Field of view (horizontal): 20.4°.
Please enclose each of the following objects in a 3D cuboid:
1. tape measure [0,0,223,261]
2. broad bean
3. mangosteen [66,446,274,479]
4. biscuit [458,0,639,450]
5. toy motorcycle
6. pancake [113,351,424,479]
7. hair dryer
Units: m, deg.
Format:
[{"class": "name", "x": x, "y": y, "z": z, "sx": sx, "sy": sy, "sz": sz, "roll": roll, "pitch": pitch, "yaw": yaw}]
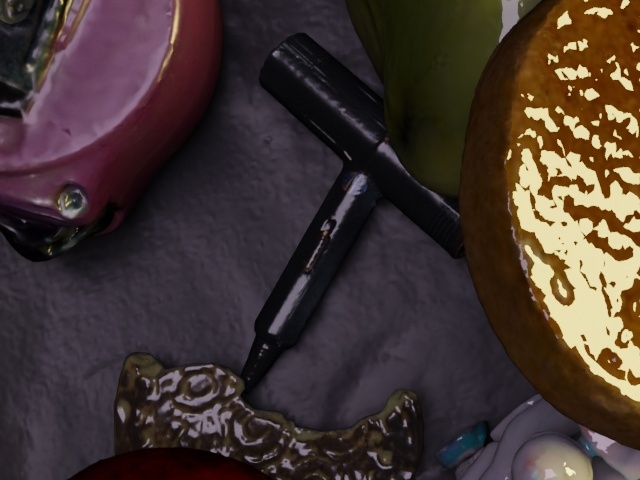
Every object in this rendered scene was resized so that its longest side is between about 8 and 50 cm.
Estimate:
[{"class": "tape measure", "x": -0.184, "y": -0.120, "z": 1.098, "sx": 0.231, "sy": 0.149, "sz": 0.245, "roll": 19, "pitch": 86, "yaw": 14}, {"class": "broad bean", "x": 0.081, "y": -0.149, "z": 1.044, "sx": 0.121, "sy": 0.189, "sz": 0.263, "roll": -10, "pitch": 67, "yaw": -33}, {"class": "mangosteen", "x": -0.102, "y": 0.234, "z": 1.015, "sx": 0.257, "sy": 0.215, "sz": 0.215, "roll": -29, "pitch": 75, "yaw": 43}, {"class": "biscuit", "x": 0.243, "y": -0.028, "z": 0.971, "sx": 0.367, "sy": 0.063, "sz": 0.314, "roll": 11, "pitch": 72, "yaw": -21}, {"class": "toy motorcycle", "x": 0.129, "y": 0.131, "z": 0.996, "sx": 0.260, "sy": 0.171, "sz": 0.110, "roll": -37, "pitch": 76, "yaw": 1}, {"class": "pancake", "x": -0.039, "y": 0.123, "z": 1.090, "sx": 0.190, "sy": 0.020, "sz": 0.184, "roll": 44, "pitch": 103, "yaw": 5}, {"class": "hair dryer", "x": -0.014, "y": -0.006, "z": 1.108, "sx": 0.173, "sy": 0.050, "sz": 0.195, "roll": 44, "pitch": 95, "yaw": 16}]
